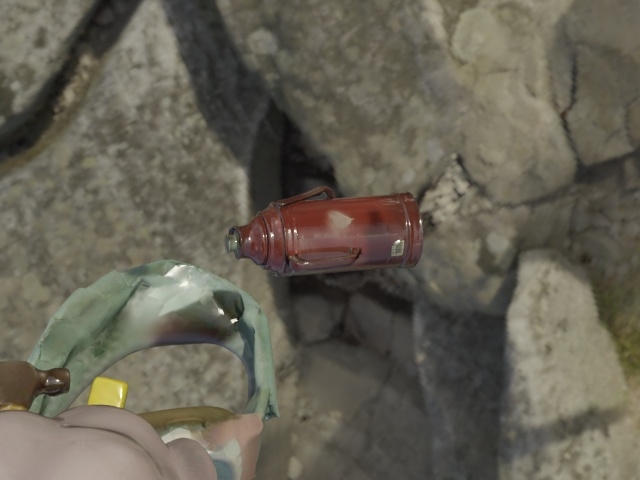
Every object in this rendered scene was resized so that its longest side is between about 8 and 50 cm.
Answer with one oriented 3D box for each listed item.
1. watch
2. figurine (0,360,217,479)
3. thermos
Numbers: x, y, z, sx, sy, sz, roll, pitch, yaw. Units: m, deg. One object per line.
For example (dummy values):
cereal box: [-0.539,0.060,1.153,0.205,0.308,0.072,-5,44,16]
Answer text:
watch: [-0.161,0.134,1.167,0.162,0.253,0.241,104,155,-51]
figurine: [-0.084,0.142,0.494,0.229,0.137,0.112,50,167,10]
thermos: [0.001,-0.003,1.514,0.124,0.232,0.099,-123,34,-54]
